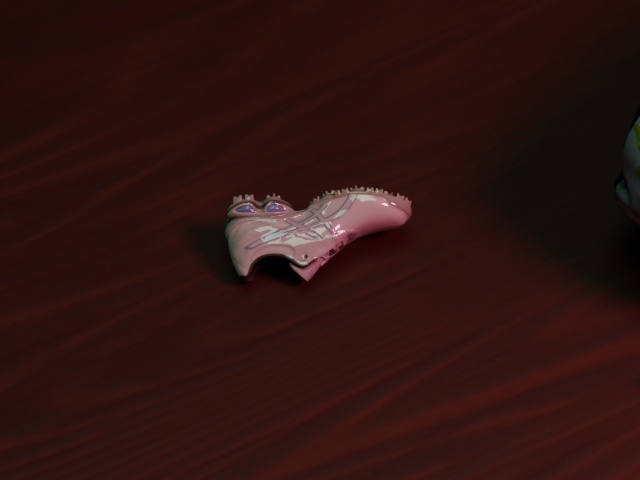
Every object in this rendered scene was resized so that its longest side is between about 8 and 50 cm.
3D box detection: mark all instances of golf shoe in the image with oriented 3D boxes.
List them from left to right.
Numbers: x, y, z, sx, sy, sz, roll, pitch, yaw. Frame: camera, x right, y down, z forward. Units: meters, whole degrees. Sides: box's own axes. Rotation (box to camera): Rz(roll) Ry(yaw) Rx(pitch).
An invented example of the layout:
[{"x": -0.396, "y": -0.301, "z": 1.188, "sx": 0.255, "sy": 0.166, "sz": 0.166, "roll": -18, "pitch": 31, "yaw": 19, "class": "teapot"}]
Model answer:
[{"x": 0.000, "y": 0.000, "z": 1.510, "sx": 0.176, "sy": 0.069, "sz": 0.086, "roll": -7, "pitch": 66, "yaw": 3, "class": "golf shoe"}]

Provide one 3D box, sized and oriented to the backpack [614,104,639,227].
[{"x": 0.423, "y": -0.114, "z": 1.427, "sx": 0.355, "sy": 0.290, "sz": 0.273, "roll": -25, "pitch": 63, "yaw": -9, "class": "backpack"}]
